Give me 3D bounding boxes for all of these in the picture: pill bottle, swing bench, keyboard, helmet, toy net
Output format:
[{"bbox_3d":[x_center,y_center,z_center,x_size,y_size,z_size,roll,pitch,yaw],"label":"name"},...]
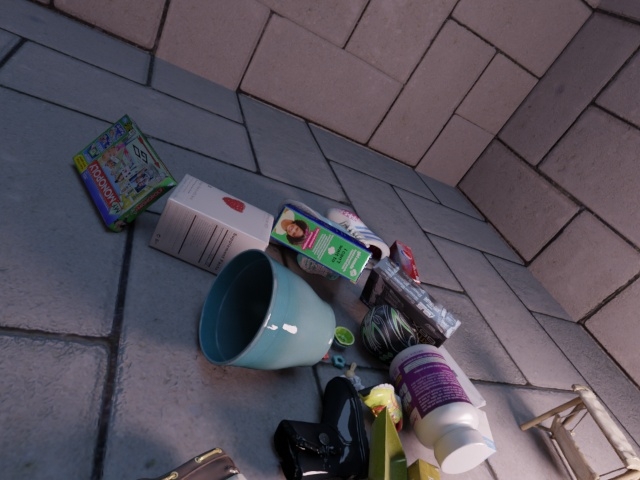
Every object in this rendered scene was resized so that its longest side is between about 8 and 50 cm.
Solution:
[{"bbox_3d":[0.308,0.438,1.118,0.169,0.169,0.301,19,25,-25],"label":"pill bottle"},{"bbox_3d":[0.799,0.622,1.268,0.165,0.254,0.253,23,30,-19],"label":"swing bench"},{"bbox_3d":[0.464,0.456,1.447,0.072,0.014,0.256,0,41,-38],"label":"keyboard"},{"bbox_3d":[0.200,0.282,1.288,0.161,0.169,0.169,50,28,-4],"label":"helmet"},{"bbox_3d":[0.061,0.341,1.174,0.122,0.045,0.232,14,33,-32],"label":"toy net"}]

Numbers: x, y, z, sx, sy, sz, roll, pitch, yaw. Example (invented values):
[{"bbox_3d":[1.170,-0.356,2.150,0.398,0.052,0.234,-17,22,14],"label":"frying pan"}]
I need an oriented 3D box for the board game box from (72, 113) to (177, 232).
[{"bbox_3d":[-0.570,-0.201,1.214,0.317,0.213,0.046,49,-3,28],"label":"board game box"}]

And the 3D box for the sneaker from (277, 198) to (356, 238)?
[{"bbox_3d":[-0.003,-0.037,1.640,0.366,0.135,0.150,38,15,-4],"label":"sneaker"}]

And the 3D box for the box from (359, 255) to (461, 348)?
[{"bbox_3d":[0.277,0.225,1.372,0.076,0.242,0.307,-37,70,-24],"label":"box"}]

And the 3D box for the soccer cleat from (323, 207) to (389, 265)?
[{"bbox_3d":[0.147,-0.018,1.754,0.331,0.116,0.143,36,28,4],"label":"soccer cleat"}]

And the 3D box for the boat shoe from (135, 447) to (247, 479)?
[{"bbox_3d":[-0.265,0.419,0.647,0.324,0.116,0.097,-2,33,-46],"label":"boat shoe"}]

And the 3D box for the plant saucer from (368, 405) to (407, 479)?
[{"bbox_3d":[0.147,0.503,0.926,0.188,0.045,0.188,-72,145,-62],"label":"plant saucer"}]

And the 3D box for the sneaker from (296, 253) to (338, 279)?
[{"bbox_3d":[-0.012,0.085,1.503,0.166,0.065,0.076,28,12,-17],"label":"sneaker"}]

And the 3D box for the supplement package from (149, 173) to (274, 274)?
[{"bbox_3d":[-0.309,-0.032,1.239,0.293,0.175,0.177,26,28,-15],"label":"supplement package"}]

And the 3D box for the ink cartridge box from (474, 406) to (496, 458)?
[{"bbox_3d":[0.412,0.532,1.183,0.090,0.092,0.143,29,29,-8],"label":"ink cartridge box"}]

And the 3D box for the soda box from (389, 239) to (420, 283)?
[{"bbox_3d":[0.341,0.113,1.771,0.083,0.092,0.263,26,29,-13],"label":"soda box"}]

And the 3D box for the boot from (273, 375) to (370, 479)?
[{"bbox_3d":[-0.003,0.410,0.943,0.207,0.094,0.246,19,37,-32],"label":"boot"}]

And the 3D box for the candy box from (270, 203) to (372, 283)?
[{"bbox_3d":[0.000,0.000,1.425,0.317,0.122,0.268,27,5,-3],"label":"candy box"}]

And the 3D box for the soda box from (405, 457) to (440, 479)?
[{"bbox_3d":[0.234,0.592,0.940,0.061,0.058,0.181,29,28,-9],"label":"soda box"}]

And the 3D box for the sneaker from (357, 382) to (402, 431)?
[{"bbox_3d":[0.162,0.424,1.055,0.208,0.081,0.094,46,29,-43],"label":"sneaker"}]

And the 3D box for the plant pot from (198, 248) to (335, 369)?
[{"bbox_3d":[-0.110,0.194,1.027,0.255,0.271,0.271,31,24,-38],"label":"plant pot"}]
